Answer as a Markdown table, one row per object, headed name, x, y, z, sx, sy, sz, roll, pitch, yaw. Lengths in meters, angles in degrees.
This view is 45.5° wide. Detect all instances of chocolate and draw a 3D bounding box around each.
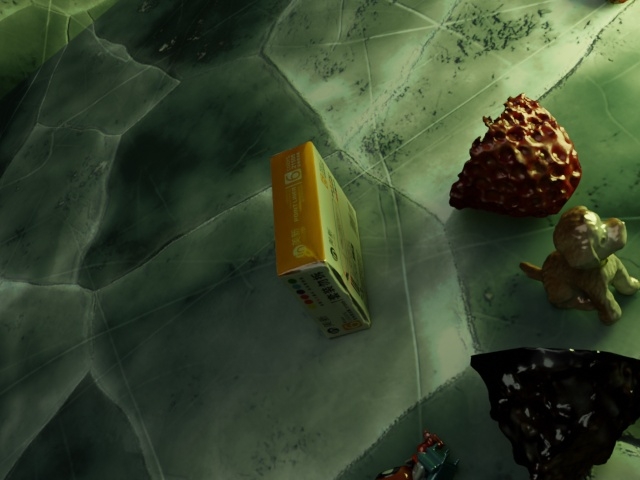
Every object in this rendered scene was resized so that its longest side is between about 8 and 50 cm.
| name | x | y | z | sx | sy | sz | roll | pitch | yaw |
| --- | --- | --- | --- | --- | --- | --- | --- | --- | --- |
| chocolate | 0.312 | 0.243 | 0.966 | 0.206 | 0.224 | 0.177 | -23 | 58 | 54 |

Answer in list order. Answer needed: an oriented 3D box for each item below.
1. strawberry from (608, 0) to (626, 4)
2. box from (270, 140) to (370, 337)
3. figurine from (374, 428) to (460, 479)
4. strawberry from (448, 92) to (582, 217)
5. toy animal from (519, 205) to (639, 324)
| name | x | y | z | sx | sy | sz | roll | pitch | yaw |
| --- | --- | --- | --- | --- | --- | --- | --- | --- | --- |
| strawberry | 0.570 | -0.494 | 1.427 | 0.106 | 0.106 | 0.106 | -16 | 51 | 20 |
| box | 0.000 | 0.000 | 1.307 | 0.091 | 0.221 | 0.274 | -19 | 48 | 15 |
| figurine | 0.130 | 0.342 | 1.085 | 0.140 | 0.068 | 0.075 | -46 | 50 | 2 |
| strawberry | 0.330 | -0.113 | 1.258 | 0.178 | 0.234 | 0.234 | 36 | 78 | 13 |
| toy animal | 0.352 | 0.019 | 1.109 | 0.184 | 0.185 | 0.104 | 18 | 70 | 38 |
